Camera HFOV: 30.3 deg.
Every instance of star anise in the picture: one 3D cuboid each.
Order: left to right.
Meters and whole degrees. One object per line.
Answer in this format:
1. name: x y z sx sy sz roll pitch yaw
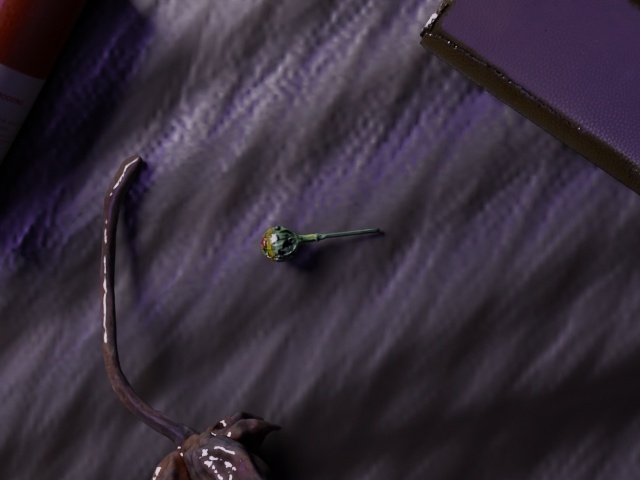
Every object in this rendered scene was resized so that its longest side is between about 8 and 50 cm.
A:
1. star anise: -0.113 0.083 0.793 0.227 0.148 0.218 46 57 -6

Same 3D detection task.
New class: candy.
1. candy: 0.000 0.000 0.824 0.083 0.025 0.023 -5 135 3

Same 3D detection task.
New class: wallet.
1. wallet: 0.174 -0.120 0.777 0.198 0.031 0.110 36 98 6

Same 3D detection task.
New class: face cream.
1. face cream: -0.244 -0.116 0.822 0.096 0.096 0.214 32 98 7
